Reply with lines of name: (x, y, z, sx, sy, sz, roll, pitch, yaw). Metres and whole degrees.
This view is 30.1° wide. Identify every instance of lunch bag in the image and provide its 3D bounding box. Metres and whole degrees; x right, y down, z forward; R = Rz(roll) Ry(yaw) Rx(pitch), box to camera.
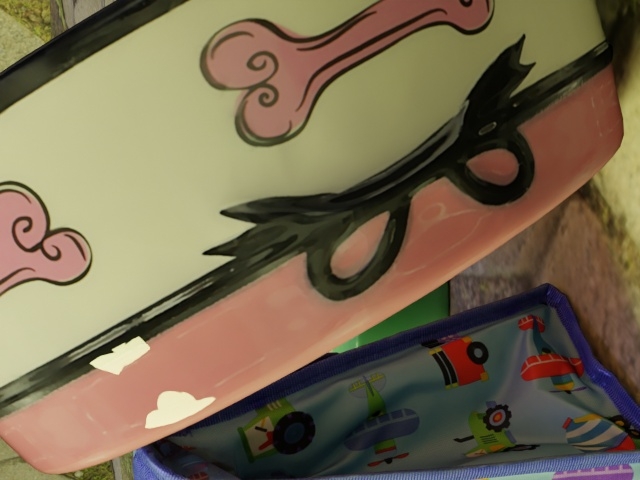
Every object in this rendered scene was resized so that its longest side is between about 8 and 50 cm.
lunch bag: (0.019, 0.173, 0.683, 0.138, 0.293, 0.221, -120, 27, -43)

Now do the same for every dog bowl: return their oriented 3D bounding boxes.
dog bowl: (-0.031, -0.033, 0.606, 0.150, 0.408, 0.408, 59, 161, -3)

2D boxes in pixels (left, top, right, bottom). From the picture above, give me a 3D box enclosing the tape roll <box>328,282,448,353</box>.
tape roll: (0.000, 0.000, 0.978, 0.321, 0.077, 0.321, 169, 90, -71)
